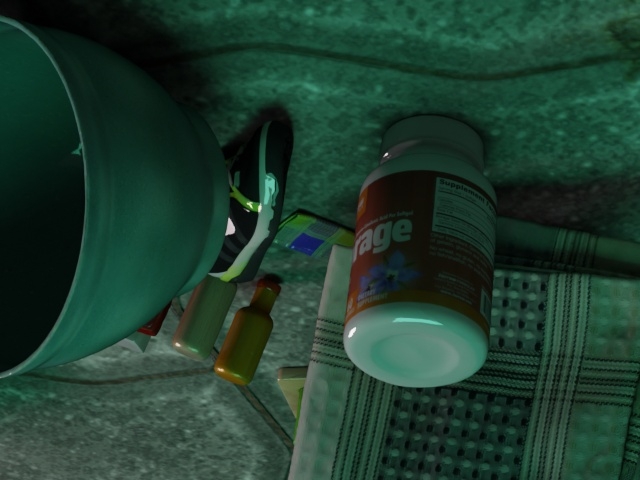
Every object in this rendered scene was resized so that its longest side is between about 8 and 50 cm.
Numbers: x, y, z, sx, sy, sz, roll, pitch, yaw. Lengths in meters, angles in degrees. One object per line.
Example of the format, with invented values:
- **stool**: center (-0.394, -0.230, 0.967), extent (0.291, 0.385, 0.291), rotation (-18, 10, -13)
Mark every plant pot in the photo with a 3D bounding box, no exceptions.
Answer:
- **plant pot**: center (-0.202, -0.034, 1.587), extent (0.196, 0.293, 0.293), rotation (0, 158, -43)

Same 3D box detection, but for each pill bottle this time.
- **pill bottle**: center (0.087, 0.006, 1.613), extent (0.121, 0.216, 0.121), rotation (5, 146, 3)

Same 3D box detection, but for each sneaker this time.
- **sneaker**: center (-0.088, -0.029, 1.714), extent (0.097, 0.084, 0.235), rotation (13, 146, -7)

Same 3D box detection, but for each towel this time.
- **towel**: center (0.131, 0.129, 1.657), extent (0.312, 0.324, 0.056), rotation (8, 168, 27)
- **towel**: center (0.000, 0.000, 1.809), extent (0.083, 0.009, 0.060), rotation (23, 144, -24)

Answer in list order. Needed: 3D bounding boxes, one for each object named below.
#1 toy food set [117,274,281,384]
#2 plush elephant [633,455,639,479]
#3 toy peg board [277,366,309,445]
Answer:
- **toy food set**: center (-0.162, 0.049, 1.867), extent (0.232, 0.104, 0.111), rotation (18, 163, 16)
- **plush elephant**: center (0.207, 0.159, 1.787), extent (0.330, 0.255, 0.272), rotation (-3, 145, 14)
- **toy peg board**: center (0.046, 0.209, 2.054), extent (0.161, 0.079, 0.161), rotation (-2, 145, 14)
